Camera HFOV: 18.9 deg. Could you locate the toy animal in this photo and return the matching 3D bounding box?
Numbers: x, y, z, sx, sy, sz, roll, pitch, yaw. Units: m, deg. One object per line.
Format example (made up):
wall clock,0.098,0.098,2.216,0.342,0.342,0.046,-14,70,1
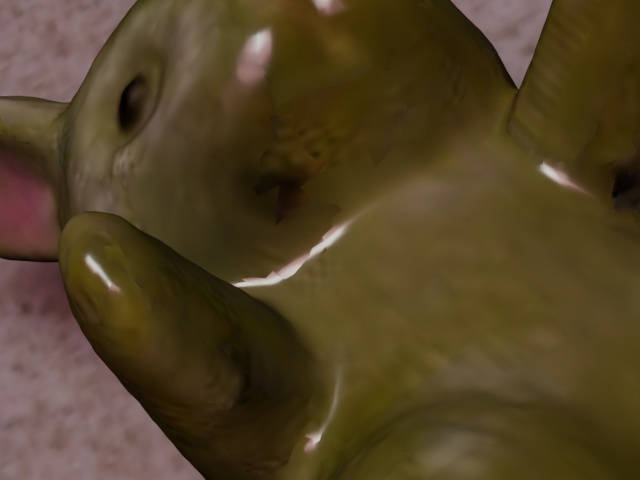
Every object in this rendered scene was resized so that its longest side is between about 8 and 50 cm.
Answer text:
toy animal,0.006,-0.005,0.501,0.181,0.180,0.363,-29,64,-23
